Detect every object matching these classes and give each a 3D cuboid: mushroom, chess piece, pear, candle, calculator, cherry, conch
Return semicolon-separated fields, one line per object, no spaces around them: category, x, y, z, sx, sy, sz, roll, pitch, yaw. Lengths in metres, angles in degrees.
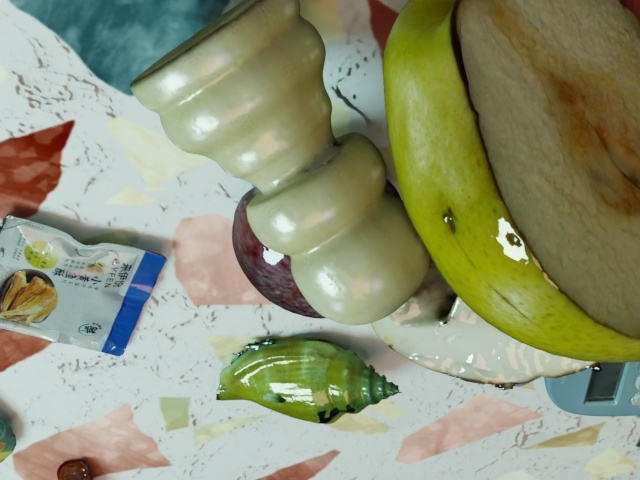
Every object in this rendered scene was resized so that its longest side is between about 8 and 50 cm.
mushroom;0.198;0.046;1.735;0.286;0.151;0.156;-5;114;16
chess piece;-0.016;-0.063;1.530;0.167;0.167;0.299;-29;103;24
pear;0.186;-0.055;1.521;0.191;0.340;0.386;-27;109;43
candle;-0.283;0.324;2.055;0.053;0.048;0.162;20;140;20
calculator;0.347;0.123;1.890;0.303;0.042;0.188;2;136;-5
cherry;0.002;-0.002;1.674;0.176;0.140;0.176;-18;160;-6
conch;-0.012;0.150;1.885;0.201;0.079;0.095;9;116;1

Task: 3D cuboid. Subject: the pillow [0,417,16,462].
pillow;-0.460;0.241;1.951;0.214;0.086;0.233;15;130;-31

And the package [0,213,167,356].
package;-0.263;0.048;1.798;0.173;0.027;0.171;16;132;-13
